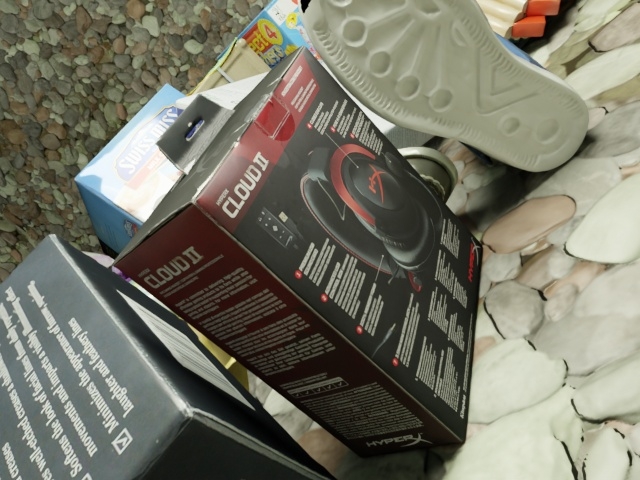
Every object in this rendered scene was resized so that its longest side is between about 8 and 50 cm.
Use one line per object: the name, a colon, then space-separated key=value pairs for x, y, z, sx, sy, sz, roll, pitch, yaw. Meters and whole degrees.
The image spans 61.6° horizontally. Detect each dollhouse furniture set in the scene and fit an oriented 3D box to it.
dollhouse furniture set: x=-0.146 y=-0.239 z=1.147 sx=0.198 sy=0.301 sz=0.151 roll=-56 pitch=25 yaw=-18

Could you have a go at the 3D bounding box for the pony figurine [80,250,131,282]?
pony figurine: x=-0.455 y=0.066 z=1.307 sx=0.363 sy=0.303 sz=0.351 roll=-47 pitch=-12 yaw=8

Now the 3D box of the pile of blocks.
pile of blocks: x=0.318 y=-0.353 z=0.772 sx=0.362 sy=0.149 sz=0.112 roll=-50 pitch=52 yaw=9

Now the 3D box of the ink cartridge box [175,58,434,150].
ink cartridge box: x=0.015 y=-0.200 z=0.816 sx=0.324 sy=0.071 sz=0.330 roll=18 pitch=34 yaw=30

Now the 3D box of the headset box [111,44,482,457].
headset box: x=0.000 y=0.000 z=0.440 sx=0.110 sy=0.293 sz=0.218 roll=-29 pitch=28 yaw=39

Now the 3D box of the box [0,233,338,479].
box: x=-0.235 y=0.244 z=0.431 sx=0.395 sy=0.212 sz=0.293 roll=-50 pitch=45 yaw=-10

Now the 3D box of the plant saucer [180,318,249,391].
plant saucer: x=-0.227 y=0.251 z=0.721 sx=0.333 sy=0.081 sz=0.333 roll=-49 pitch=21 yaw=-9

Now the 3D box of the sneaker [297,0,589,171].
sneaker: x=0.107 y=-0.198 z=0.566 sx=0.130 sy=0.322 sz=0.236 roll=-57 pitch=23 yaw=21

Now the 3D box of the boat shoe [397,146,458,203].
boat shoe: x=0.037 y=-0.003 z=0.645 sx=0.305 sy=0.109 sz=0.091 roll=-33 pitch=24 yaw=46

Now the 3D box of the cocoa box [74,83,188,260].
cocoa box: x=-0.253 y=-0.055 z=0.970 sx=0.231 sy=0.228 sz=0.347 roll=-56 pitch=1 yaw=-25

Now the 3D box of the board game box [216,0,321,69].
board game box: x=-0.045 y=-0.351 z=1.162 sx=0.086 sy=0.302 sz=0.308 roll=-53 pitch=21 yaw=-17

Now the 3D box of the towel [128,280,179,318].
towel: x=-0.360 y=0.216 z=0.801 sx=0.374 sy=0.090 sz=0.320 roll=-30 pitch=25 yaw=53
